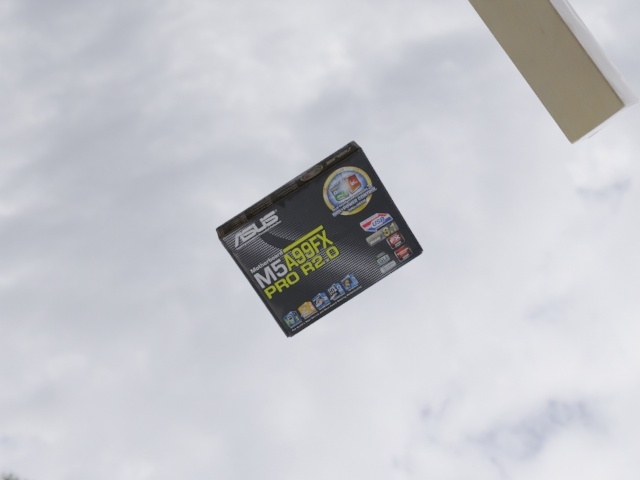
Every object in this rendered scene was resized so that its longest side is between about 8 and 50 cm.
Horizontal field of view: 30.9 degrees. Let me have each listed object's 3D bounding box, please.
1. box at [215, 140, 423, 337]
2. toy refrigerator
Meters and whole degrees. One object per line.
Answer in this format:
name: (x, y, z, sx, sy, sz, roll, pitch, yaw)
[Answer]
box: (0.000, 0.000, 1.881, 0.270, 0.216, 0.060, -32, -157, 0)
toy refrigerator: (0.290, -0.258, 1.501, 0.094, 0.269, 0.102, -38, 173, 27)
